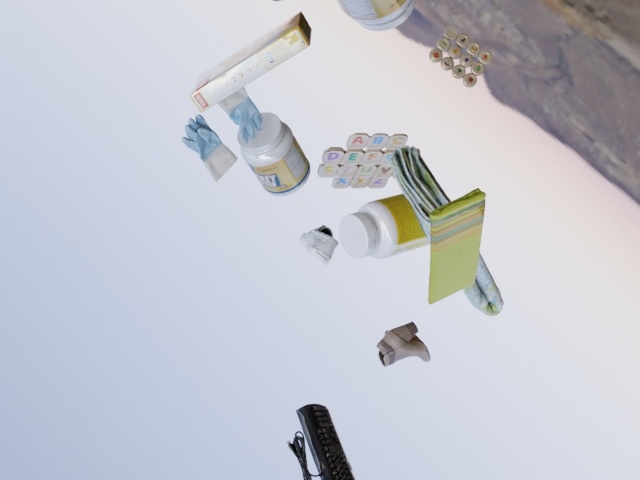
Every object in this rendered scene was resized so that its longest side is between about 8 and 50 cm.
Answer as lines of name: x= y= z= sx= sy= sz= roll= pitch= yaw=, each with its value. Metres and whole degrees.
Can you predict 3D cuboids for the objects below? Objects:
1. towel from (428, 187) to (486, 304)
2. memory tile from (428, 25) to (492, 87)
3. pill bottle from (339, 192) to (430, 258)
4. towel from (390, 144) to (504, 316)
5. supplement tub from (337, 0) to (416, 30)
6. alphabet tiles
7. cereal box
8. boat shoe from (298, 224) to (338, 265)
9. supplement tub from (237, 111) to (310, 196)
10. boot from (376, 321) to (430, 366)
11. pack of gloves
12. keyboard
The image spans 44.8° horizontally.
towel: x=0.227 y=0.015 z=1.326 sx=0.021 sy=0.102 sz=0.237 roll=56 pitch=162 yaw=38
memory tile: x=0.366 y=-0.481 z=2.024 sx=0.148 sy=0.113 sz=0.012 roll=35 pitch=174 yaw=-2
pill bottle: x=0.231 y=-0.048 z=2.476 sx=0.334 sy=0.188 sz=0.188 roll=-15 pitch=-126 yaw=-35
towel: x=0.299 y=-0.023 z=1.881 sx=0.374 sy=0.090 sz=0.320 roll=54 pitch=-170 yaw=-40
supplement tub: x=0.127 y=-0.719 z=2.054 sx=0.228 sy=0.228 sz=0.316 roll=50 pitch=-174 yaw=25
alphabet tiles: x=0.139 y=-0.221 z=2.237 sx=0.284 sy=0.278 sz=0.021 roll=0 pitch=-118 yaw=-13
cereal box: x=-0.129 y=-0.339 z=1.461 sx=0.047 sy=0.240 sz=0.173 roll=57 pitch=-167 yaw=-22
boat shoe: x=0.000 y=0.000 z=1.588 sx=0.066 sy=0.063 sz=0.184 roll=36 pitch=-177 yaw=-7
supplement tub: x=-0.122 y=-0.225 z=2.030 sx=0.144 sy=0.144 sz=0.199 roll=57 pitch=180 yaw=39
boot: x=0.149 y=0.203 z=1.422 sx=0.042 sy=0.087 sz=0.118 roll=39 pitch=160 yaw=55
pack of gloves: x=-0.238 y=-0.272 z=1.840 sx=0.046 sy=0.195 sz=0.232 roll=38 pitch=171 yaw=28
keyboard: x=0.019 y=0.518 z=1.736 sx=0.202 sy=0.033 sz=0.317 roll=9 pitch=-127 yaw=-56
